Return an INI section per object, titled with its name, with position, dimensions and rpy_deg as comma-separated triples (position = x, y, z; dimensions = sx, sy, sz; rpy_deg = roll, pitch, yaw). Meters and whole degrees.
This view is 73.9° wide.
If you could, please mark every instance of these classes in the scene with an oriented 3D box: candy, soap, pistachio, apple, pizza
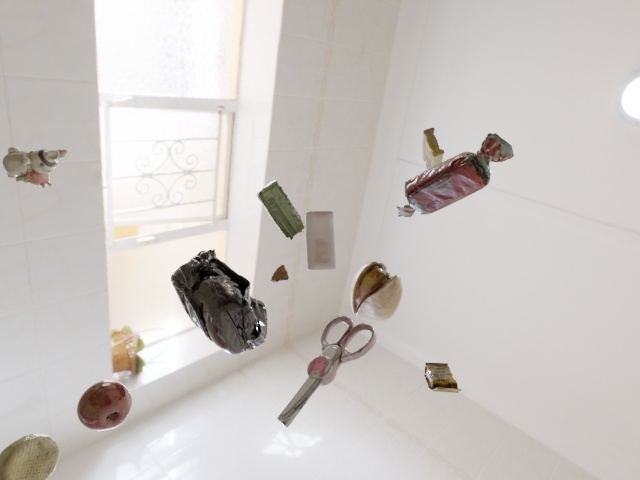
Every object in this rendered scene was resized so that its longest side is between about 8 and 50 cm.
[candy]
position = 0.240, -0.110, 0.814
dimensions = 0.086, 0.059, 0.292
rpy_deg = 37, -34, -16
[soap]
position = 0.357, -0.269, 1.356
dimensions = 0.037, 0.252, 0.092
rpy_deg = -20, -102, 10
[pistachio]
position = 0.186, 0.185, 1.493
dimensions = 0.187, 0.188, 0.299
rpy_deg = 43, -19, 25
[apple]
position = -0.665, 0.515, 1.320
dimensions = 0.120, 0.154, 0.153
rpy_deg = 27, -61, 44
[pizza]
position = -0.153, 0.143, 1.688
dimensions = 0.078, 0.025, 0.083
rpy_deg = 34, -99, 34

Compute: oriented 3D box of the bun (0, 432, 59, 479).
[bun]
position = -0.461, 0.345, 0.667
dimensions = 0.055, 0.086, 0.086
rpy_deg = -2, -80, 36

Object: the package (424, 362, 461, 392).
[package]
position = 0.336, 0.391, 1.180
dimensions = 0.071, 0.131, 0.047
rpy_deg = 4, -75, -3

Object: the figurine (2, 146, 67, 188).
[figurine]
position = -0.692, -0.183, 1.055
dimensions = 0.146, 0.081, 0.098
rpy_deg = 2, -52, 7

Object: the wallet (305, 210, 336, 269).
[wallet]
position = 0.000, 0.000, 0.873
dimensions = 0.025, 0.061, 0.122
rpy_deg = 141, -53, -81

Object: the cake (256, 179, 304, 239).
[cake]
position = -0.159, -0.123, 1.696
dimensions = 0.235, 0.100, 0.099
rpy_deg = 57, -8, -23

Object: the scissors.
[scissors]
position = 0.004, 0.243, 0.804
dimensions = 0.118, 0.242, 0.030
rpy_deg = 12, -40, 47

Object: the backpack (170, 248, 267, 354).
[backpack]
position = -0.375, 0.248, 1.638
dimensions = 0.446, 0.255, 0.363
rpy_deg = 37, -29, 42
